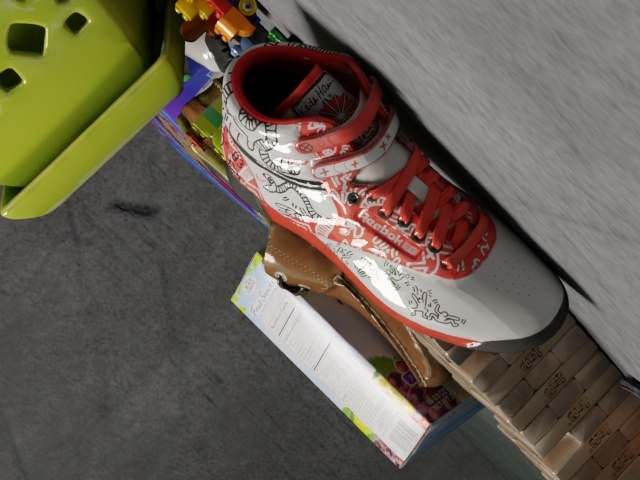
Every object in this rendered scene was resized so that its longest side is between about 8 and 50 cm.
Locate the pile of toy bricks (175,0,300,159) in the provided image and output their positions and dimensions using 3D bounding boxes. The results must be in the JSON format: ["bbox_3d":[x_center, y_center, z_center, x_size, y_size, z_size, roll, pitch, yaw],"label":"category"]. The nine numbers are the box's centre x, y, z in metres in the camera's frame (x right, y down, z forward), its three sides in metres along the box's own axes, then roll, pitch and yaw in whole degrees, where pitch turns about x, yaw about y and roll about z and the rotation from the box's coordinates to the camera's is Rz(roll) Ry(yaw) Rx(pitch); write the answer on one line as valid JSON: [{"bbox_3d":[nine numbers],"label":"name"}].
[{"bbox_3d":[-0.051,-0.101,1.408,0.212,0.105,0.118,45,176,-2],"label":"pile of toy bricks"}]

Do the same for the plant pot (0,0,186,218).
[{"bbox_3d":[-0.235,-0.165,1.505,0.207,0.227,0.228,40,-160,-23],"label":"plant pot"}]

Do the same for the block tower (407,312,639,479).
[{"bbox_3d":[0.176,0.118,1.439,0.335,0.091,0.097,47,176,-34],"label":"block tower"}]

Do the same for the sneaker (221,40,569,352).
[{"bbox_3d":[0.045,-0.031,1.248,0.270,0.090,0.145,32,157,18],"label":"sneaker"}]

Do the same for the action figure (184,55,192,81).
[{"bbox_3d":[-0.169,-0.191,1.758,0.137,0.063,0.232,11,-160,-23],"label":"action figure"}]

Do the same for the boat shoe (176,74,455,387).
[{"bbox_3d":[0.000,0.000,1.502,0.307,0.104,0.111,56,175,10],"label":"boat shoe"}]

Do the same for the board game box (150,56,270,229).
[{"bbox_3d":[-0.131,-0.138,2.050,0.233,0.078,0.347,47,176,-31],"label":"board game box"}]

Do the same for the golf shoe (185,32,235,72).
[{"bbox_3d":[-0.157,-0.194,1.646,0.198,0.094,0.077,42,174,22],"label":"golf shoe"}]

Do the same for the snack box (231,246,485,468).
[{"bbox_3d":[0.058,0.068,1.593,0.207,0.174,0.070,43,132,16],"label":"snack box"}]

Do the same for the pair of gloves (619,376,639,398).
[{"bbox_3d":[0.254,0.133,1.384,0.083,0.010,0.074,48,175,-30],"label":"pair of gloves"}]

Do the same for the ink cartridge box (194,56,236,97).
[{"bbox_3d":[-0.057,-0.103,1.748,0.109,0.063,0.150,45,176,4],"label":"ink cartridge box"}]
